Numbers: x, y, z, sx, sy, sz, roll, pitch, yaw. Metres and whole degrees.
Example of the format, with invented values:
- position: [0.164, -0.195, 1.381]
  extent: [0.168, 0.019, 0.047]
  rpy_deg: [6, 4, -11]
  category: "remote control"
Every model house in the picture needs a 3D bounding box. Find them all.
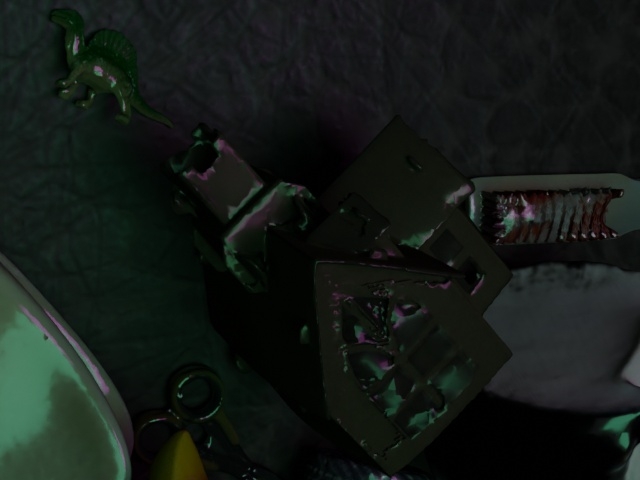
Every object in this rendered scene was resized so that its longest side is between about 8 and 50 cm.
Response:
- position: [0.000, 0.000, 0.953]
  extent: [0.204, 0.211, 0.243]
  rpy_deg: [-47, 119, -8]
  category: "model house"

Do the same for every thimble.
- position: [0.037, 0.207, 1.094]
  extent: [0.104, 0.095, 0.066]
  rpy_deg: [16, 84, -41]
  category: "thimble"

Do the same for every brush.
- position: [0.270, -0.028, 1.170]
  extent: [0.321, 0.050, 0.060]
  rpy_deg: [-4, 103, -26]
  category: "brush"

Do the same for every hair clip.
- position: [-0.232, 0.107, 0.940]
  extent: [0.282, 0.113, 0.172]
  rpy_deg: [43, 84, -25]
  category: "hair clip"

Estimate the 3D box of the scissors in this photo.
- position: [-0.058, 0.188, 1.093]
  extent: [0.088, 0.017, 0.220]
  rpy_deg: [-50, 120, -7]
  category: "scissors"

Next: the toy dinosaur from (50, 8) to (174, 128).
- position: [-0.144, -0.115, 0.956]
  extent: [0.119, 0.029, 0.060]
  rpy_deg: [28, 77, -31]
  category: "toy dinosaur"

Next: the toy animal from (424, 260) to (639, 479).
- position: [0.211, 0.189, 1.111]
  extent: [0.251, 0.251, 0.310]
  rpy_deg: [-23, 122, -18]
  category: "toy animal"

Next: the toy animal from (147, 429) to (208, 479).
- position: [-0.084, 0.252, 0.967]
  extent: [0.156, 0.156, 0.230]
  rpy_deg: [-36, 140, -12]
  category: "toy animal"
